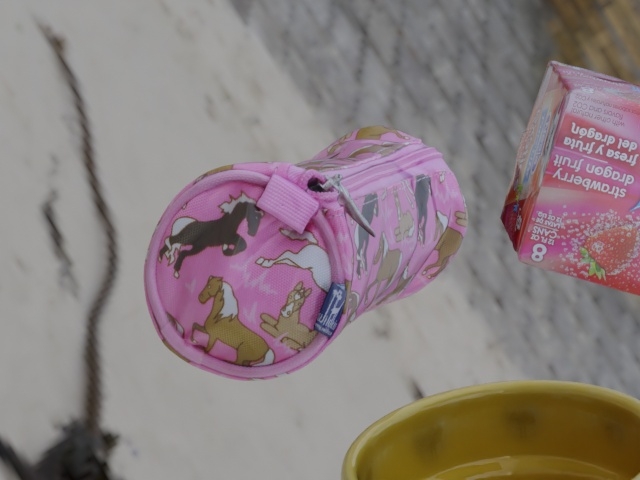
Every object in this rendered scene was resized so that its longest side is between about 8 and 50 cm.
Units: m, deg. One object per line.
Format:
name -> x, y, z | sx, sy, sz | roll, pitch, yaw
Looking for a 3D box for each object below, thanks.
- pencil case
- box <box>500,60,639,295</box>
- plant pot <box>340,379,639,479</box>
pencil case -> 0.000, 0.000, 1.543 | 0.386, 0.167, 0.160 | -23, 108, -72
box -> 0.260, -0.022, 1.292 | 0.256, 0.123, 0.128 | 15, 13, -4
plant pot -> 0.155, 0.266, 1.517 | 0.254, 0.254, 0.239 | -87, 169, -72
